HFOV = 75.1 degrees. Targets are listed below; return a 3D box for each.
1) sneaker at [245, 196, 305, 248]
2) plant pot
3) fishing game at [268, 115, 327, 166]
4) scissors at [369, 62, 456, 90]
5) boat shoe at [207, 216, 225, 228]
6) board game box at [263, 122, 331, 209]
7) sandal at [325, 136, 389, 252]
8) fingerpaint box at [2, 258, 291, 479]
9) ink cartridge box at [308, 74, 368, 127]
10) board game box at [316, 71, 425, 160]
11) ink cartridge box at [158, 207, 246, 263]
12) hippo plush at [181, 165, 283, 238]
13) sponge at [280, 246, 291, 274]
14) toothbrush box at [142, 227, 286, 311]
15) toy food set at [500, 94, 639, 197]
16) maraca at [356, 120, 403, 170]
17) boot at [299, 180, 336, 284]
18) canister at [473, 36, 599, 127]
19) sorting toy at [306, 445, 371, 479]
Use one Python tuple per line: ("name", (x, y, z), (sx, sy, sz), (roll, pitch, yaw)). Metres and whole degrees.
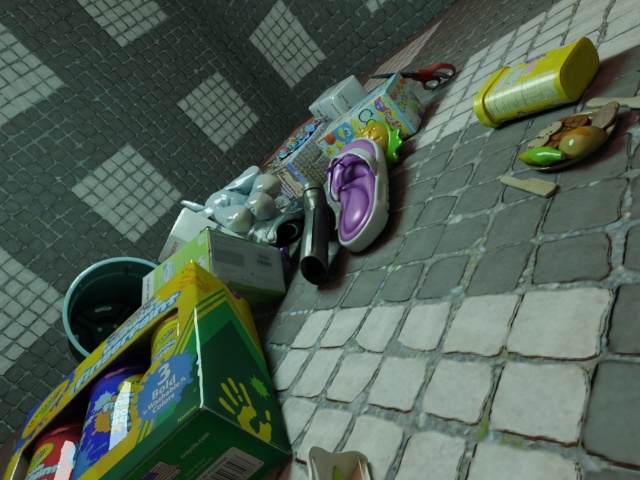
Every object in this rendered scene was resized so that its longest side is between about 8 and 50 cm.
("sneaker", (-0.066, -0.038, 1.086), (0.106, 0.101, 0.267), (2, 30, 44))
("plant pot", (-0.666, 0.273, 1.364), (0.334, 0.341, 0.341), (-35, 19, 46))
("fishing game", (-0.094, -0.366, 1.511), (0.264, 0.041, 0.189), (-46, 21, -5))
("scissors", (0.277, -0.491, 1.213), (0.297, 0.021, 0.109), (-6, -16, -37))
("boat shoe", (-0.370, -0.119, 1.783), (0.156, 0.187, 0.500), (-44, 12, 17))
("board game box", (-0.080, -0.266, 1.552), (0.291, 0.141, 0.232), (-18, 32, 53))
("sandal", (0.067, -0.142, 0.934), (0.169, 0.102, 0.416), (-48, 26, 23))
("fingerpaint box", (-0.298, 0.298, 0.657), (0.445, 0.163, 0.371), (-42, 30, 4))
("ink cartridge box", (0.094, -0.456, 1.503), (0.117, 0.201, 0.278), (-46, 19, -5))
("board game box", (0.146, -0.336, 1.230), (0.275, 0.142, 0.144), (-26, 24, 42))
("ink cartridge box", (-0.300, 0.039, 1.134), (0.172, 0.237, 0.100), (-43, 23, 49))
("hippo plush", (-0.214, -0.045, 1.246), (0.294, 0.237, 0.234), (-29, 42, -2))
("sponge", (-0.136, 0.064, 1.131), (0.117, 0.031, 0.210), (-42, 19, 7))
("toothbrush box", (-0.252, 0.105, 0.968), (0.283, 0.206, 0.122), (-32, 56, 34))
("toy food set", (0.343, -0.148, 0.580), (0.192, 0.038, 0.132), (-43, 18, 4))
("maraca", (0.156, -0.248, 1.093), (0.185, 0.099, 0.127), (40, 123, 57))
("boot", (-0.002, 0.001, 0.898), (0.076, 0.190, 0.209), (-15, 54, 9))
("canister", (0.376, -0.274, 0.735), (0.126, 0.073, 0.170), (-50, 21, -18))
("sorting toy", (0.016, 0.231, 0.388), (0.045, 0.075, 0.083), (-41, 18, 8))
